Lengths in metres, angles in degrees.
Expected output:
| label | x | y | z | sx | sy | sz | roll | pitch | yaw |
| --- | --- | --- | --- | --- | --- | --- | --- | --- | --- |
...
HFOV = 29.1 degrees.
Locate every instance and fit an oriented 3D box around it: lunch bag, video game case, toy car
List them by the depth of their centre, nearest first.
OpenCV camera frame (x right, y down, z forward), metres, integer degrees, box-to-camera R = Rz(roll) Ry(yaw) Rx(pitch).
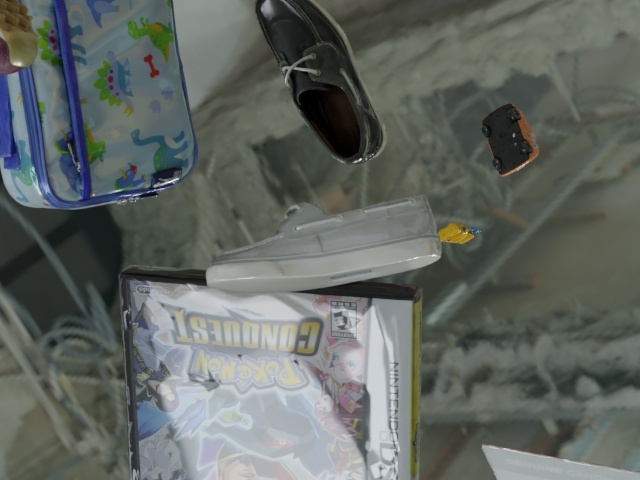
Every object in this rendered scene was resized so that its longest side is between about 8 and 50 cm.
| label | x | y | z | sx | sy | sz | roll | pitch | yaw |
| --- | --- | --- | --- | --- | --- | --- | --- | --- | --- |
| toy car | 0.138 | -0.054 | 1.028 | 0.041 | 0.060 | 0.122 | 11 | 128 | -46 |
| lunch bag | -0.206 | -0.138 | 1.085 | 0.176 | 0.218 | 0.090 | -13 | -170 | -42 |
| video game case | -0.046 | 0.153 | 1.119 | 0.275 | 0.248 | 0.035 | 4 | -163 | 14 |

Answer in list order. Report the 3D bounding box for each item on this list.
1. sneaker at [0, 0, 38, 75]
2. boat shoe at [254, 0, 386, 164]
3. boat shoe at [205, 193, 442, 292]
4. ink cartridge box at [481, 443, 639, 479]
| label | x | y | z | sx | sy | sz | roll | pitch | yaw |
| --- | --- | --- | --- | --- | --- | --- | --- | --- | --- |
| sneaker | -0.206 | -0.098 | 0.506 | 0.083 | 0.186 | 0.069 | -62 | 173 | 8 |
| boat shoe | -0.005 | -0.192 | 1.410 | 0.084 | 0.233 | 0.079 | -30 | 180 | 29 |
| boat shoe | 0.000 | 0.000 | 0.962 | 0.184 | 0.063 | 0.066 | -10 | 166 | 7 |
| ink cartridge box | 0.342 | 0.273 | 1.091 | 0.308 | 0.385 | 0.091 | 4 | -128 | 32 |
